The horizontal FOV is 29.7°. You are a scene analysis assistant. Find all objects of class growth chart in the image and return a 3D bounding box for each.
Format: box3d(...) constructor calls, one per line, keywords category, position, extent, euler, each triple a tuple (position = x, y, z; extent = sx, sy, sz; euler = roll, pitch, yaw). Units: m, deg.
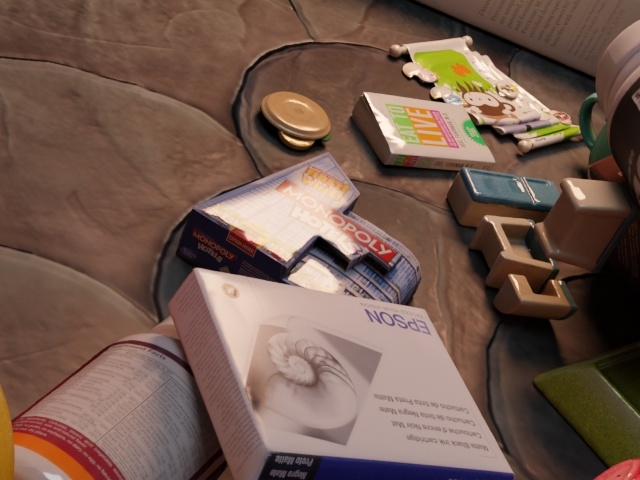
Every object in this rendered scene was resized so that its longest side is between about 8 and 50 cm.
box3d(category="growth chart", position=(0.210, -0.186, 1.515), extent=(0.237, 0.021, 0.172), euler=(42, 40, 22))

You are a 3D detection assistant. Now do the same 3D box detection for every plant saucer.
box3d(category="plant saucer", position=(0.324, 0.161, 1.121), extent=(0.188, 0.045, 0.188), euler=(-11, 49, -40))

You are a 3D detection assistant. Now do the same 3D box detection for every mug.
box3d(category="mug", position=(0.382, -0.098, 1.440), extent=(0.129, 0.097, 0.158), euler=(8, 38, -22))

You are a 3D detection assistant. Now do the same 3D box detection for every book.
box3d(category="book", position=(0.118, -0.118, 1.367), extent=(0.144, 0.035, 0.096), euler=(2, 46, -31))

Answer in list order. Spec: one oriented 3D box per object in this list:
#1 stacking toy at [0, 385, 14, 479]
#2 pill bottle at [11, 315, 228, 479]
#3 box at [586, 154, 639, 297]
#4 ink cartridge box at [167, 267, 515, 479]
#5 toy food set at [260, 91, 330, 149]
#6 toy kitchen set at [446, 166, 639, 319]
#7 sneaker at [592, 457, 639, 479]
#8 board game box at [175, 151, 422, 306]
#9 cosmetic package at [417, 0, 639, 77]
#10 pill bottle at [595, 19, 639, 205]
box3d(category="stacking toy", position=(-0.274, 0.098, 0.635), extent=(0.480, 0.351, 0.350), euler=(48, 40, 14))
box3d(category="pill bottle", position=(-0.130, 0.137, 0.811), extent=(0.121, 0.121, 0.221), euler=(34, 36, 12))
box3d(category="box", position=(0.443, 0.033, 1.165), extent=(0.191, 0.143, 0.381), euler=(-24, 39, -8))
box3d(category="ink cartridge box", position=(0.025, 0.124, 0.816), extent=(0.223, 0.045, 0.224), euler=(12, 38, -38))
box3d(category="toy food set", position=(-0.026, -0.132, 1.302), extent=(0.083, 0.020, 0.082), euler=(41, 38, 22))
box3d(category="toy kitchen set", position=(0.239, -0.034, 1.213), extent=(0.122, 0.166, 0.207), euler=(8, 39, -22))
box3d(category="sneaker", position=(0.201, 0.220, 0.894), extent=(0.313, 0.136, 0.116), euler=(-17, 52, -43))
box3d(category="board game box", position=(0.000, 0.000, 1.117), extent=(0.194, 0.060, 0.194), euler=(32, 37, 9))
box3d(category="cosmetic package", position=(0.250, -0.415, 1.707), extent=(0.453, 0.162, 0.230), euler=(23, 36, -4))
box3d(category="pill bottle", position=(0.357, -0.080, 1.095), extent=(0.161, 0.161, 0.283), euler=(12, 36, -19))
